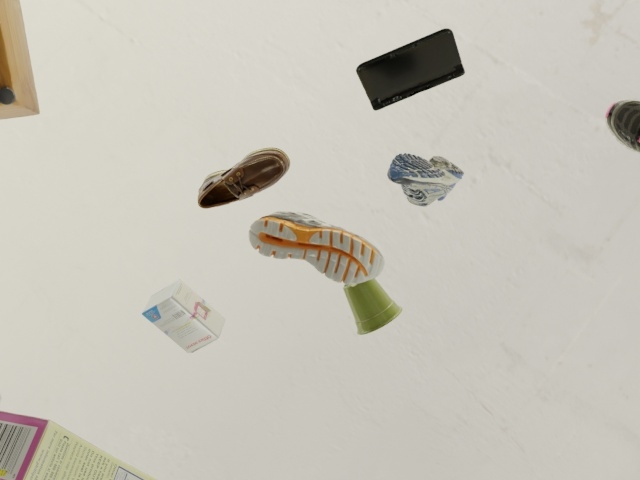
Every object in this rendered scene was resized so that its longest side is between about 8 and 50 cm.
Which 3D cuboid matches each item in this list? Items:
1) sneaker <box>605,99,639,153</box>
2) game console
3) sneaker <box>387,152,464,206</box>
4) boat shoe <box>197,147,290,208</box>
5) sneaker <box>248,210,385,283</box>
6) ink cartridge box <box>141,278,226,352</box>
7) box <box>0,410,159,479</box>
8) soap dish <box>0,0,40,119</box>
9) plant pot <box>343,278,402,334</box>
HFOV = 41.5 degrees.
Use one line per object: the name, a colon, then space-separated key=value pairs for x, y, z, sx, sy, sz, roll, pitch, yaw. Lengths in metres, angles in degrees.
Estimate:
sneaker: x=0.424 y=-0.116 z=1.015 sx=0.170 sy=0.075 sz=0.063 roll=36 pitch=-82 yaw=3
game console: x=0.109 y=-0.218 z=1.047 sx=0.122 sy=0.071 sz=0.107 roll=-21 pitch=-159 yaw=9
sneaker: x=0.119 y=-0.065 z=0.989 sx=0.052 sy=0.135 sz=0.058 roll=41 pitch=-65 yaw=31
boat shoe: x=-0.125 y=-0.093 z=1.357 sx=0.178 sy=0.064 sz=0.060 roll=-21 pitch=-154 yaw=31
sneaker: x=0.000 y=0.000 z=1.312 sx=0.215 sy=0.083 sz=0.084 roll=20 pitch=-64 yaw=8
ink cartridge box: x=-0.248 y=0.140 z=1.543 sx=0.089 sy=0.122 sz=0.052 roll=-29 pitch=-153 yaw=33
box: x=-0.350 y=0.295 z=1.011 sx=0.214 sy=0.243 sz=0.117 roll=2 pitch=-121 yaw=28
soap dish: x=-0.549 y=-0.264 z=1.140 sx=0.291 sy=0.118 sz=0.228 roll=-10 pitch=-75 yaw=-16
plant pot: x=0.076 y=0.096 z=1.352 sx=0.083 sy=0.083 sz=0.079 roll=-30 pitch=-82 yaw=6
